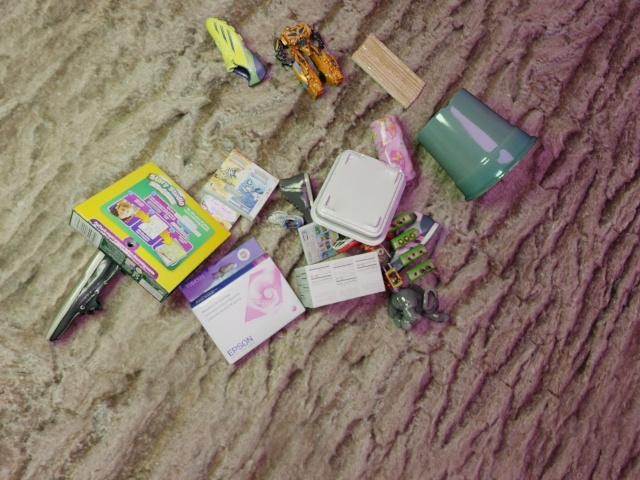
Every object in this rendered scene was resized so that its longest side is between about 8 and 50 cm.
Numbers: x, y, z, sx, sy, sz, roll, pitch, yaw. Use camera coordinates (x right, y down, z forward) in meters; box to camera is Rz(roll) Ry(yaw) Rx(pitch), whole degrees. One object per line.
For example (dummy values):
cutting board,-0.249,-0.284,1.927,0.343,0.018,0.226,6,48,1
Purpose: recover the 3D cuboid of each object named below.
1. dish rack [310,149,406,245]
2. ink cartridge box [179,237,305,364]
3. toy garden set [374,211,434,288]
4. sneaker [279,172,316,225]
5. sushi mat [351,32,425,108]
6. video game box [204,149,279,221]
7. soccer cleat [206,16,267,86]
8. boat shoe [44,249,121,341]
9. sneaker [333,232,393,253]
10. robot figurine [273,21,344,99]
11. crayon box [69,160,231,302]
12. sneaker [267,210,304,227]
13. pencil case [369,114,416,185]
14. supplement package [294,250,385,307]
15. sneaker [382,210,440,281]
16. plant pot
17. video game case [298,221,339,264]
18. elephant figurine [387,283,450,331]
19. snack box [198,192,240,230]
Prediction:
dish rack,0.146,-0.173,1.462,0.286,0.072,0.332,23,68,6
ink cartridge box,-0.275,0.208,1.429,0.324,0.071,0.330,-35,95,-14
toy garden set,0.293,0.044,1.484,0.204,0.049,0.244,-28,93,-14
sneaker,-0.080,-0.136,1.514,0.118,0.083,0.221,-10,97,7
sushi mat,0.284,-0.703,1.675,0.317,0.019,0.151,40,76,-8
video game box,-0.280,-0.199,1.455,0.205,0.048,0.187,33,62,-9
soccer cleat,-0.326,-0.695,1.485,0.289,0.093,0.121,44,83,-6
boat shoe,-0.741,0.180,1.290,0.113,0.127,0.339,35,74,-32
sneaker,0.177,0.001,1.525,0.279,0.107,0.118,-23,100,-28
robot figurine,-0.045,-0.710,1.559,0.211,0.085,0.291,-36,94,-15
crayon box,-0.529,-0.037,1.298,0.363,0.106,0.313,44,45,-7
sneaker,-0.131,-0.073,1.474,0.135,0.058,0.052,6,116,9
pencil case,0.288,-0.349,1.598,0.124,0.124,0.283,-19,91,-15
supplement package,0.063,0.141,1.448,0.262,0.204,0.145,-10,86,-15
sneaker,0.326,0.020,1.592,0.131,0.112,0.319,41,76,13
plant pot,0.581,-0.387,1.581,0.334,0.341,0.341,43,77,2
video game case,0.000,0.000,1.507,0.143,0.019,0.157,-22,118,-15
elephant figurine,0.389,0.241,1.566,0.240,0.185,0.169,-16,46,-25
snack box,-0.364,-0.110,1.449,0.141,0.037,0.100,35,76,-9
